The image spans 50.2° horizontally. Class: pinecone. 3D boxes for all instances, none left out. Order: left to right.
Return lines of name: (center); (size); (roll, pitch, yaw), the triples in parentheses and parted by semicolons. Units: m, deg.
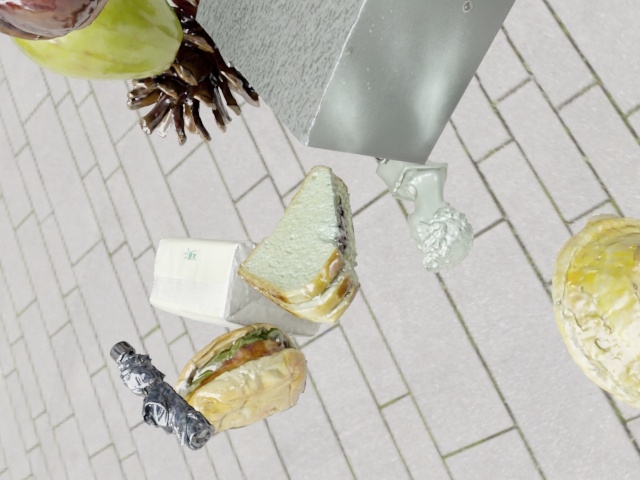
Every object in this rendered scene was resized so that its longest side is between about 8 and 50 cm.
pinecone: (-0.283, -0.387, 1.556); (0.385, 0.384, 0.384); (-1, 89, 36)

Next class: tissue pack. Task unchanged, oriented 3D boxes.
tissue pack: (-0.202, 0.110, 1.680); (0.381, 0.297, 0.207); (2, 79, 49)

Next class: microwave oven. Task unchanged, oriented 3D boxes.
microwave oven: (0.026, -0.358, 1.034); (0.432, 0.236, 0.374); (53, 128, 41)

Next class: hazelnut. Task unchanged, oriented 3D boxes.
hazelnut: (-0.355, -0.330, 0.865); (0.201, 0.170, 0.160); (-48, 27, 44)

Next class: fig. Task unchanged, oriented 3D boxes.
fig: (-0.412, -0.410, 1.269); (0.258, 0.326, 0.257); (-20, 61, 42)

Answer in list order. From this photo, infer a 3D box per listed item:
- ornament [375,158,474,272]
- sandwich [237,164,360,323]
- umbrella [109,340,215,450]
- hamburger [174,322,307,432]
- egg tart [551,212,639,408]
ornament: (0.219, -0.078, 1.383); (0.130, 0.121, 0.285); (-52, 54, 59)
sandwich: (0.003, 0.003, 1.250); (0.254, 0.099, 0.288); (15, 66, 53)
umbrella: (-0.263, 0.244, 1.080); (0.071, 0.080, 0.224); (-44, 65, -13)
hamburger: (-0.143, 0.271, 1.443); (0.162, 0.330, 0.209); (54, 130, 33)
egg tart: (0.507, 0.097, 0.995); (0.341, 0.342, 0.132); (59, 156, 21)
